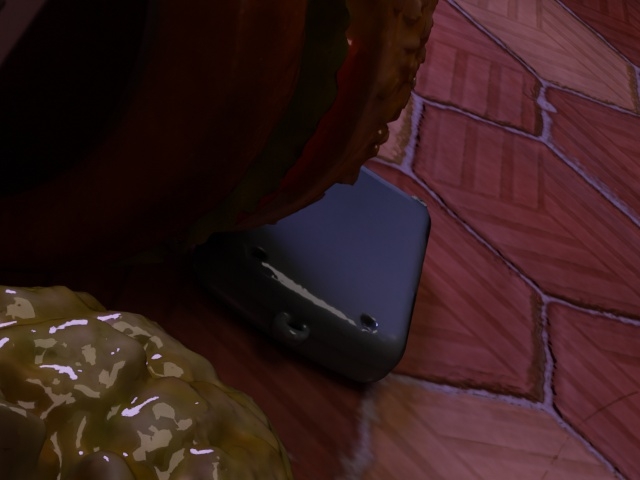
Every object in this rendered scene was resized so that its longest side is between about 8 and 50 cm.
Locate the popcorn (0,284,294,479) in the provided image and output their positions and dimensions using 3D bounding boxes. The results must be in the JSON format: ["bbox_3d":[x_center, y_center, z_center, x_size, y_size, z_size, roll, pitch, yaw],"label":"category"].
[{"bbox_3d":[-0.110,0.120,0.526,0.235,0.181,0.216,18,32,-16],"label":"popcorn"}]

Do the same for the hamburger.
[{"bbox_3d":[-0.105,-0.147,0.822,0.330,0.330,0.250,43,26,14],"label":"hamburger"}]

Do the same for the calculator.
[{"bbox_3d":[0.000,0.000,0.997,0.141,0.045,0.246,31,27,-8],"label":"calculator"}]
